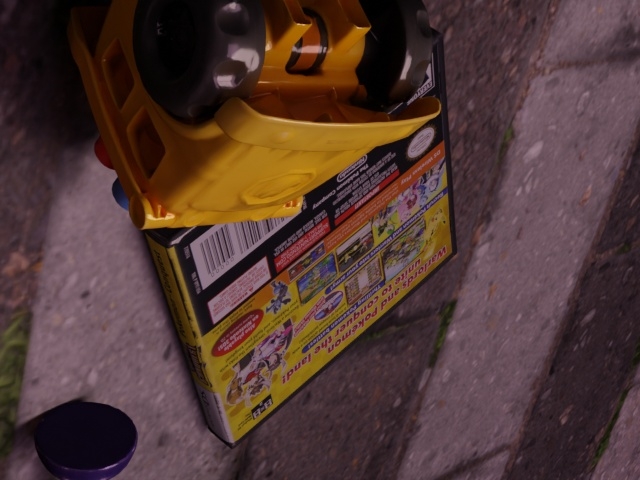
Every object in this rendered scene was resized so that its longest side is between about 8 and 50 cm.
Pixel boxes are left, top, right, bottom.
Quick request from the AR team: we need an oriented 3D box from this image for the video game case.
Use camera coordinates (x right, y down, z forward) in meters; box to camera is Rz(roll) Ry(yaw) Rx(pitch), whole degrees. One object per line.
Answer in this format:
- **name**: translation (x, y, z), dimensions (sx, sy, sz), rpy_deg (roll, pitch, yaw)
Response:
- **video game case**: translation (0.000, 0.000, 0.985), dimensions (0.275, 0.035, 0.248), rpy_deg (-39, 143, -24)

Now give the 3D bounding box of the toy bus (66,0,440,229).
- **toy bus**: translation (-0.069, -0.109, 0.703), dimensions (0.149, 0.220, 0.211), rpy_deg (-7, 157, -41)

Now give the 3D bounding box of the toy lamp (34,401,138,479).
- **toy lamp**: translation (-0.173, 0.246, 0.941), dimensions (0.080, 0.080, 0.274), rpy_deg (-24, 136, -38)
